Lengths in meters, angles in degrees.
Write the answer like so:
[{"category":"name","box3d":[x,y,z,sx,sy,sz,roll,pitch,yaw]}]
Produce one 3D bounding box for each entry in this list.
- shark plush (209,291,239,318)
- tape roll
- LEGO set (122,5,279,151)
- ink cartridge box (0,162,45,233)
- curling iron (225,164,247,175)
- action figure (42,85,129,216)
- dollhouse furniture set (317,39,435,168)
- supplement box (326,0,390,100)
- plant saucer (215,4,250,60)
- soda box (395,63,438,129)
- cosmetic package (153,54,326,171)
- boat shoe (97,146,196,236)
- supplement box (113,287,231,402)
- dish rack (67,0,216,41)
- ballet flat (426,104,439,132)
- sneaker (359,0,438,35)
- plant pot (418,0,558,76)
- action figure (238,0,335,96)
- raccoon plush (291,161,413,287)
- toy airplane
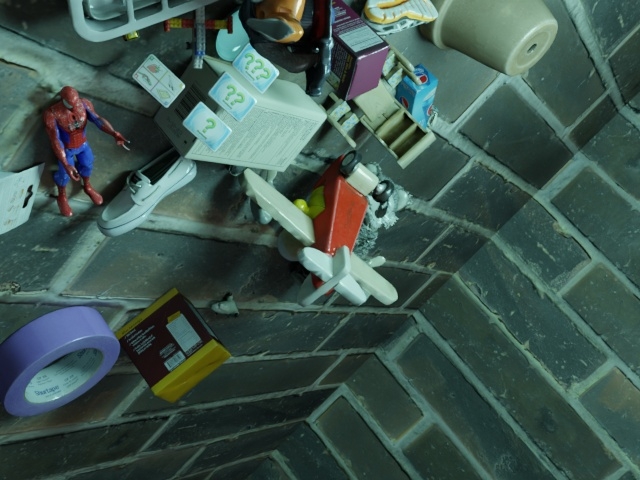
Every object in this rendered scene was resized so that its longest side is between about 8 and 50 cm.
[{"category":"shark plush","box3d":[-0.267,0.189,2.189,0.067,0.073,0.161,-18,176,-4]},{"category":"tape roll","box3d":[-0.590,0.270,1.743,0.275,0.090,0.274,-34,157,-17]},{"category":"LEGO set","box3d":[-0.193,-0.285,1.251,0.244,0.060,0.182,43,82,-29]},{"category":"ink cartridge box","box3d":[-0.548,-0.062,1.286,0.179,0.045,0.145,-41,166,-53]},{"category":"curling iron","box3d":[-0.215,-0.182,1.568,0.068,0.035,0.274,-46,157,12]},{"category":"action figure","box3d":[-0.386,-0.125,1.284,0.091,0.139,0.280,-29,153,-28]},{"category":"dollhouse furniture set","box3d":[0.150,-0.287,1.784,0.212,0.161,0.242,-43,158,6]},{"category":"supplement box","box3d":[0.028,-0.360,1.422,0.081,0.188,0.104,-28,155,-28]},{"category":"plant saucer","box3d":[-0.138,-0.368,1.364,0.119,0.021,0.119,-33,156,-17]},{"category":"soda box","box3d":[0.230,-0.335,1.947,0.071,0.067,0.210,-32,157,-19]},{"category":"cosmetic package","box3d":[-0.144,-0.233,1.486,0.160,0.113,0.309,-49,157,21]},{"category":"boat shoe","box3d":[-0.339,-0.103,1.485,0.226,0.083,0.075,-44,148,-22]},{"category":"supplement box","box3d":[-0.365,0.260,1.939,0.191,0.194,0.129,-39,158,-5]},{"category":"dish rack","box3d":[-0.225,-0.441,1.029,0.286,0.072,0.332,-28,155,-25]},{"category":"ballet flat","box3d":[0.287,-0.312,2.113,0.041,0.041,0.114,-20,150,-41]},{"category":"sneaker","box3d":[0.154,-0.460,1.595,0.215,0.084,0.083,-16,161,-39]},{"category":"plant pot","box3d":[0.381,-0.483,1.702,0.263,0.229,0.263,-32,156,-16]},{"category":"action figure","box3d":[-0.062,-0.400,1.168,0.179,0.341,0.330,1,178,-5]},{"category":"raccoon plush","box3d":[0.055,-0.044,2.166,0.299,0.216,0.446,-47,-170,-20]},{"category":"toy airplane","box3d":[0.000,0.000,1.805,0.272,0.386,0.384,-24,172,41]}]
